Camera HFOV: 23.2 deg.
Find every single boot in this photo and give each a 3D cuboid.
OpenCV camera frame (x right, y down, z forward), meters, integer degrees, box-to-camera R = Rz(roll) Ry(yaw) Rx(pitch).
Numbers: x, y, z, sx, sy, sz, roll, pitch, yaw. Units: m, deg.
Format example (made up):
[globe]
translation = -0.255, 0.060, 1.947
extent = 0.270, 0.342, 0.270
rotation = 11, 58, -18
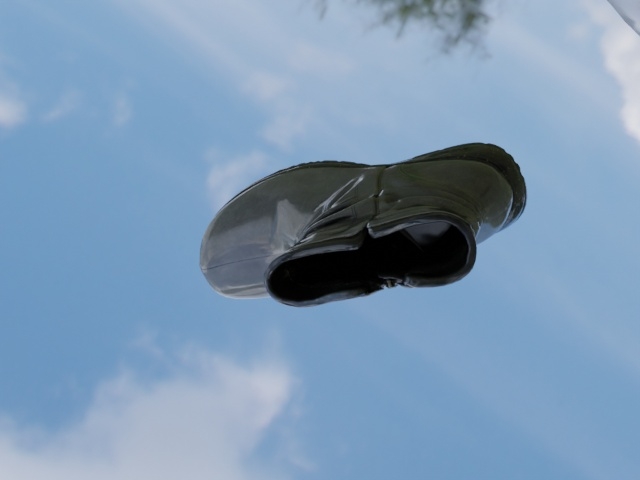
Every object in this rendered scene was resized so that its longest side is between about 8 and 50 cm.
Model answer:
[boot]
translation = 0.000, 0.000, 0.981
extent = 0.247, 0.083, 0.161
rotation = -14, -170, 28

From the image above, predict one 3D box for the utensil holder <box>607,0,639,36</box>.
[utensil holder]
translation = 0.254, -0.186, 0.375
extent = 0.328, 0.327, 0.385
rotation = 19, 178, -11
